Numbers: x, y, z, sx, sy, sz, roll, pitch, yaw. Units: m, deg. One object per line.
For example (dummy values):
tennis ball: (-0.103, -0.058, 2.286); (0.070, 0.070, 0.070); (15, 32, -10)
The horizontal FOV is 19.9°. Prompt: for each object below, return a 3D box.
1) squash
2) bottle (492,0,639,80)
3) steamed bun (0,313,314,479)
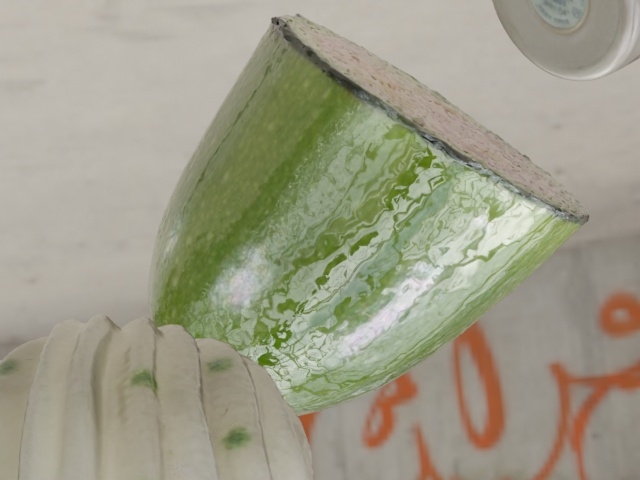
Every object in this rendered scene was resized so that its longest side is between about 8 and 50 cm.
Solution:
squash: (0.011, 0.020, 1.485); (0.310, 0.309, 0.310); (31, -170, -6)
bottle: (0.192, -0.166, 0.955); (0.209, 0.097, 0.110); (-30, 166, -36)
steamed bun: (-0.077, 0.096, 0.790); (0.182, 0.183, 0.106); (3, 121, -26)
